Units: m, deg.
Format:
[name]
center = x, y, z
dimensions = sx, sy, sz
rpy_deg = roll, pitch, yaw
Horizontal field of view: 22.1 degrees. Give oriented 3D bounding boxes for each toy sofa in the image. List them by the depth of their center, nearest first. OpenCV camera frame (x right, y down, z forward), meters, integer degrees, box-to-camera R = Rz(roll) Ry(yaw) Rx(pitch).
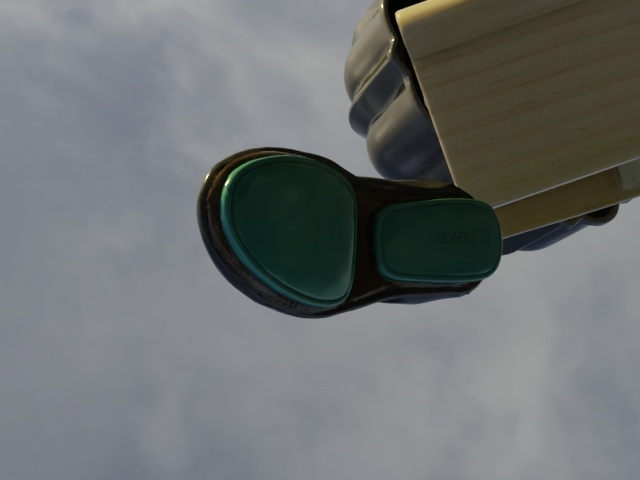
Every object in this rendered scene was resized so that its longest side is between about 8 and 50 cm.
[toy sofa]
center = 0.142, -0.109, 1.020
dimensions = 0.362, 0.150, 0.177
rpy_deg = 12, -121, -81

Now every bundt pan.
[bundt pan]
center = 0.155, -0.121, 1.640
dimensions = 0.331, 0.124, 0.331
rpy_deg = 26, -138, -26

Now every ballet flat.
[ballet flat]
center = 0.000, 0.000, 0.720
dimensions = 0.203, 0.074, 0.074
rpy_deg = 5, -134, -51
